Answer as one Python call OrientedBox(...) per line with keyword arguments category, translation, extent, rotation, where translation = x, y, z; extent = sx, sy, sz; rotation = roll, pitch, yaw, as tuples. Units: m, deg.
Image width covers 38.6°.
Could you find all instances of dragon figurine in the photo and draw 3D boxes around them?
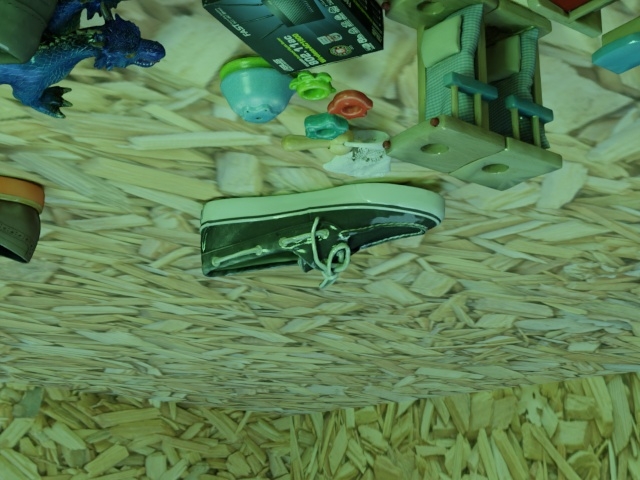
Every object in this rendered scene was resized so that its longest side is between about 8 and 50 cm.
OrientedBox(category="dragon figurine", translation=(-0.258, -0.150, 0.665), extent=(0.289, 0.085, 0.144), rotation=(2, 162, -9))

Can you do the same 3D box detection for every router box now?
OrientedBox(category="router box", translation=(-0.018, -0.173, 0.679), extent=(0.092, 0.038, 0.122), rotation=(-9, 161, 26))

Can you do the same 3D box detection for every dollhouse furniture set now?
OrientedBox(category="dollhouse furniture set", translation=(0.149, -0.134, 0.654), extent=(0.128, 0.129, 0.183), rotation=(12, 159, -34))

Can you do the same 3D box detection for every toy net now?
OrientedBox(category="toy net", translation=(0.013, -0.115, 0.858), extent=(0.122, 0.045, 0.232), rotation=(-14, 159, 31))

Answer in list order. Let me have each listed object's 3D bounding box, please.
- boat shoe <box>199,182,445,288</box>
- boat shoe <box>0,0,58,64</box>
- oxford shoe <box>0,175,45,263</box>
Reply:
OrientedBox(category="boat shoe", translation=(-0.001, -0.001, 1.104), extent=(0.306, 0.105, 0.113), rotation=(-3, 162, 8))
OrientedBox(category="boat shoe", translation=(-0.310, -0.149, 0.570), extent=(0.335, 0.096, 0.112), rotation=(-1, 171, 23))
OrientedBox(category="oxford shoe", translation=(-0.454, -0.026, 1.026), extent=(0.271, 0.099, 0.097), rotation=(4, 162, -14))
